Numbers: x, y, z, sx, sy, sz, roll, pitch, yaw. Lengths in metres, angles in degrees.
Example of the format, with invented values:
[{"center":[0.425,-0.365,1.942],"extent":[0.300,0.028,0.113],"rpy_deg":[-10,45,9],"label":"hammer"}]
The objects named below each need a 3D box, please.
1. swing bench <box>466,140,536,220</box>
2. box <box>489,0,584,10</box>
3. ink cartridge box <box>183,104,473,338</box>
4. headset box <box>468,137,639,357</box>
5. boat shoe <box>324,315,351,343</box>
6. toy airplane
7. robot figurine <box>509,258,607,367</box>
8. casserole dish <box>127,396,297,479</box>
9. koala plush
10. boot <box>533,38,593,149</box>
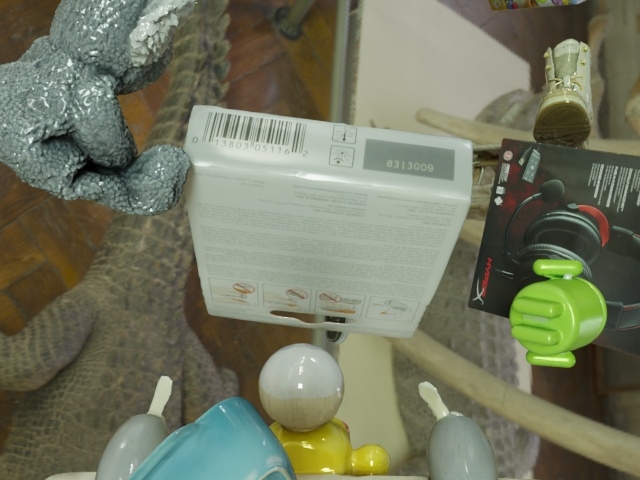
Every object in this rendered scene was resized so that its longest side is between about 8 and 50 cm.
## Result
[{"center":[0.323,-0.088,1.376],"extent":[0.254,0.253,0.165],"rpy_deg":[-48,114,-20],"label":"swing bench"},{"center":[0.484,-0.569,1.403],"extent":[0.290,0.279,0.177],"rpy_deg":[-28,111,-12],"label":"box"},{"center":[0.000,0.000,0.952],"extent":[0.308,0.385,0.091],"rpy_deg":[7,61,0],"label":"ink cartridge box"},{"center":[0.343,0.010,0.876],"extent":[0.110,0.293,0.218],"rpy_deg":[3,100,-53],"label":"headset box"},{"center":[0.022,0.095,1.165],"extent":[0.040,0.049,0.142],"rpy_deg":[-8,112,-41],"label":"boat shoe"},{"center":[-0.027,0.236,0.719],"extent":[0.386,0.384,0.272],"rpy_deg":[5,83,-37],"label":"toy airplane"},{"center":[0.220,0.068,0.695],"extent":[0.115,0.067,0.101],"rpy_deg":[-5,98,-47],"label":"robot figurine"},{"center":[-0.048,0.154,0.367],"extent":[0.114,0.037,0.188],"rpy_deg":[-47,148,-28],"label":"casserole dish"},{"center":[-0.210,-0.166,0.715],"extent":[0.196,0.221,0.203],"rpy_deg":[44,20,31],"label":"koala plush"},{"center":[0.347,-0.213,1.072],"extent":[0.213,0.077,0.165],"rpy_deg":[33,60,-63],"label":"boot"}]
